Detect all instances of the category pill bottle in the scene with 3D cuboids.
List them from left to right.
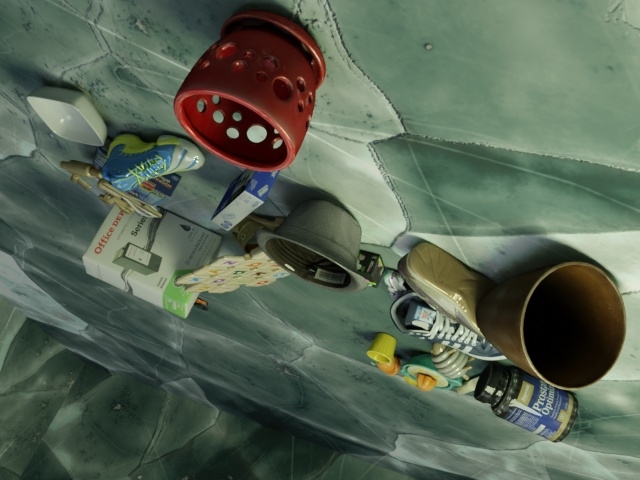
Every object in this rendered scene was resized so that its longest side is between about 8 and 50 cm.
[{"bbox_3d":[0.480,0.377,1.902,0.219,0.122,0.123,25,156,0],"label":"pill bottle"}]

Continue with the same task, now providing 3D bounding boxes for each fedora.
[{"bbox_3d":[0.000,0.000,1.594,0.244,0.124,0.275,23,164,10],"label":"fedora"}]

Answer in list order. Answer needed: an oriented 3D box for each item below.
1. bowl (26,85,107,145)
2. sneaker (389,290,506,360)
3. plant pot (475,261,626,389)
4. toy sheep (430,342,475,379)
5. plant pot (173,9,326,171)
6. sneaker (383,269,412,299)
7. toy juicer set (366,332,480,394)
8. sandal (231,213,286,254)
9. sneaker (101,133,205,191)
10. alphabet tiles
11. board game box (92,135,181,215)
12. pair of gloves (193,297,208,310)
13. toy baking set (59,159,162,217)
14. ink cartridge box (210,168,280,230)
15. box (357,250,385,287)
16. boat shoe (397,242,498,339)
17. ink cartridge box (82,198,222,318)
[{"bbox_3d":[-0.505,-0.259,1.638,0.142,0.053,0.142,13,153,24],"label":"bowl"},{"bbox_3d":[0.276,0.176,1.682,0.282,0.099,0.153,8,167,38],"label":"sneaker"},{"bbox_3d":[0.387,0.142,1.460,0.215,0.215,0.230,33,169,-17],"label":"plant pot"},{"bbox_3d":[0.313,0.285,1.922,0.132,0.091,0.091,51,150,-10],"label":"toy sheep"},{"bbox_3d":[-0.092,-0.220,1.180,0.191,0.174,0.191,21,155,10],"label":"plant pot"},{"bbox_3d":[0.180,0.103,1.737,0.069,0.038,0.098,11,153,30],"label":"sneaker"},{"bbox_3d":[0.279,0.359,2.096,0.329,0.089,0.209,19,155,13],"label":"toy juicer set"},{"bbox_3d":[-0.140,-0.006,1.768,0.240,0.079,0.088,4,148,39],"label":"sandal"},{"bbox_3d":[-0.345,-0.143,1.629,0.240,0.126,0.091,7,150,35],"label":"sneaker"},{"bbox_3d":[-0.171,0.066,1.812,0.284,0.021,0.278,-26,160,37],"label":"alphabet tiles"},{"bbox_3d":[-0.424,-0.131,1.809,0.194,0.060,0.194,29,155,-9],"label":"board game box"},{"bbox_3d":[-0.377,0.190,2.469,0.074,0.010,0.083,23,156,4],"label":"pair of gloves"},{"bbox_3d":[-0.454,-0.112,1.772,0.256,0.030,0.197,12,159,46],"label":"toy baking set"},{"bbox_3d":[-0.145,-0.093,1.577,0.046,0.097,0.207,32,155,-14],"label":"ink cartridge box"},{"bbox_3d":[0.087,0.057,1.716,0.083,0.052,0.062,14,154,25],"label":"box"},{"bbox_3d":[0.273,0.110,1.598,0.285,0.102,0.092,36,159,-13],"label":"boat shoe"},{"bbox_3d":[-0.403,0.034,1.951,0.273,0.198,0.114,24,156,1],"label":"ink cartridge box"}]
